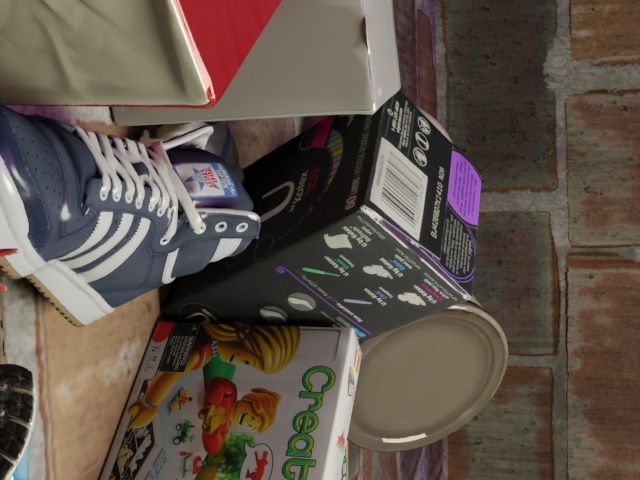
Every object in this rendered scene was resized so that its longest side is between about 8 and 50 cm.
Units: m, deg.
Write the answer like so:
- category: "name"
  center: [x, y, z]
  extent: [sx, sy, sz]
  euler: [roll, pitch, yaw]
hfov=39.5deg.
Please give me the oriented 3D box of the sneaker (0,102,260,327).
- category: "sneaker"
  center: [-0.124, -0.034, 0.555]
  extent: [0.282, 0.153, 0.099]
  euler: [93, -28, -72]

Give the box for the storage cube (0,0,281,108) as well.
- category: "storage cube"
  center: [-0.133, -0.210, 0.545]
  extent: [0.184, 0.215, 0.193]
  euler: [75, 27, -42]

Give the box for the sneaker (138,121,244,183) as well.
- category: "sneaker"
  center: [-0.133, -0.049, 0.784]
  extent: [0.229, 0.087, 0.092]
  euler: [-76, 153, -60]

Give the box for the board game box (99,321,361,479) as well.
- category: "board game box"
  center: [-0.085, 0.205, 0.731]
  extent: [0.053, 0.193, 0.305]
  euler: [73, 23, -47]

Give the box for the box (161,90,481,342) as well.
- category: "box"
  center: [0.000, 0.000, 0.844]
  extent: [0.143, 0.270, 0.165]
  euler: [39, 44, -27]

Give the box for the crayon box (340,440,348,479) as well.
- category: "crayon box"
  center: [-0.051, 0.338, 1.005]
  extent: [0.313, 0.106, 0.363]
  euler: [18, 72, -74]

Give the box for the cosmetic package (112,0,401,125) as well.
- category: "cosmetic package"
  center: [-0.059, -0.169, 0.739]
  extent: [0.107, 0.238, 0.127]
  euler: [-53, 141, -64]

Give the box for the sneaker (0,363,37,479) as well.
- category: "sneaker"
  center: [-0.214, 0.157, 0.557]
  extent: [0.073, 0.063, 0.162]
  euler: [97, 3, -72]

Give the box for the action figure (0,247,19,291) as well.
- category: "action figure"
  center: [-0.226, 0.068, 0.361]
  extent: [0.091, 0.139, 0.280]
  euler: [60, 31, -61]

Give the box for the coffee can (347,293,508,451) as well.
- category: "coffee can"
  center: [0.063, 0.074, 1.032]
  extent: [0.275, 0.201, 0.202]
  euler: [-119, -167, -51]

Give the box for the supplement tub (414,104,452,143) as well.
- category: "supplement tub"
  center: [0.111, -0.049, 1.350]
  extent: [0.316, 0.228, 0.228]
  euler: [52, 41, -65]
